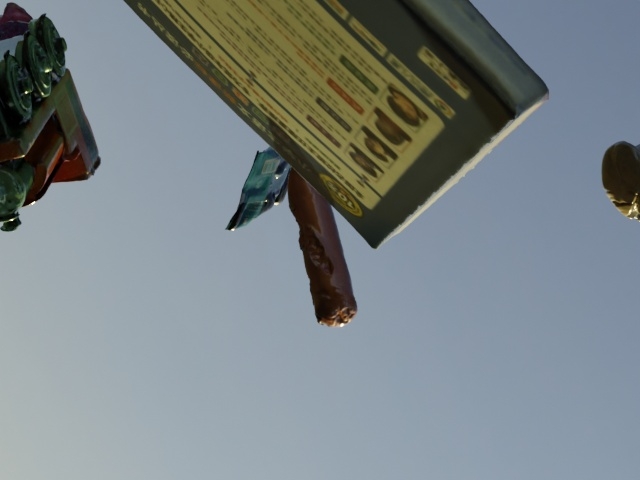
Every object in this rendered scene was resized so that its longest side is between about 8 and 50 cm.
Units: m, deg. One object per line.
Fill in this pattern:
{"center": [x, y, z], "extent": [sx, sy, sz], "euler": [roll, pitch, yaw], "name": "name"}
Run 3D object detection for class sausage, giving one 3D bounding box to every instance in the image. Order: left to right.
{"center": [0.000, 0.000, 1.462], "extent": [0.042, 0.036, 0.158], "euler": [-43, -133, 38], "name": "sausage"}

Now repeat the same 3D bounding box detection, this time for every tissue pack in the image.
{"center": [-0.045, -0.056, 1.693], "extent": [0.138, 0.028, 0.085], "euler": [-47, 159, -69], "name": "tissue pack"}

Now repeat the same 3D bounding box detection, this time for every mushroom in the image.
{"center": [0.351, -0.089, 1.609], "extent": [0.092, 0.223, 0.081], "euler": [-94, 160, -55], "name": "mushroom"}

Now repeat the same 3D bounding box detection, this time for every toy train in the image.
{"center": [-0.191, -0.071, 1.151], "extent": [0.176, 0.074, 0.118], "euler": [-84, 158, -68], "name": "toy train"}

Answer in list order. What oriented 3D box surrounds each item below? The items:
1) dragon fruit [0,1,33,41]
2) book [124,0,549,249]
{"center": [-0.312, -0.172, 1.786], "extent": [0.068, 0.126, 0.112], "euler": [15, -97, 45], "name": "dragon fruit"}
{"center": [-0.020, -0.139, 1.174], "extent": [0.300, 0.039, 0.428], "euler": [45, -13, 0], "name": "book"}
